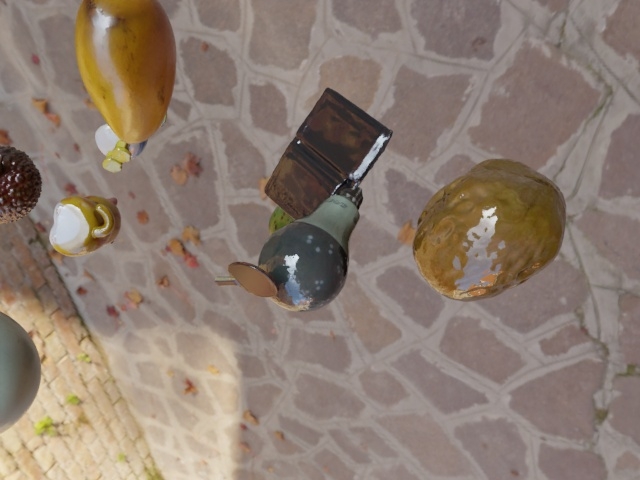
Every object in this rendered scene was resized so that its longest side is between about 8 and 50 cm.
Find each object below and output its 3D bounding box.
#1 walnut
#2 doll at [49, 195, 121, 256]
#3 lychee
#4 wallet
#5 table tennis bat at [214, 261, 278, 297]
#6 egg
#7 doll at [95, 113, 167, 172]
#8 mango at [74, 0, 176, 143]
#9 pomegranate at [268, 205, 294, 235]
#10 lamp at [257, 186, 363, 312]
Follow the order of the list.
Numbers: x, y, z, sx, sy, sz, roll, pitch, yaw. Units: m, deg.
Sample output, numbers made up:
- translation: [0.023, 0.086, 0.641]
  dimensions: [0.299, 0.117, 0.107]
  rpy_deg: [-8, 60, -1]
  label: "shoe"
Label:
- translation: [0.411, -0.020, 1.591]
  dimensions: [0.398, 0.354, 0.308]
  rpy_deg: [-38, 84, 43]
  label: "walnut"
- translation: [-0.645, -0.047, 1.780]
  dimensions: [0.162, 0.269, 0.167]
  rpy_deg: [16, 97, -12]
  label: "doll"
- translation: [-0.666, -0.118, 1.335]
  dimensions: [0.165, 0.165, 0.197]
  rpy_deg: [41, 157, -1]
  label: "lychee"
- translation: [0.009, -0.190, 1.590]
  dimensions: [0.247, 0.041, 0.323]
  rpy_deg: [42, 107, 31]
  label: "wallet"
- translation: [-0.141, 0.073, 1.183]
  dimensions: [0.158, 0.014, 0.095]
  rpy_deg: [-5, 135, 44]
  label: "table tennis bat"
- translation: [-0.489, 0.167, 0.835]
  dimensions: [0.264, 0.183, 0.183]
  rpy_deg: [7, 127, 21]
  label: "egg"
- translation: [-0.388, -0.241, 1.335]
  dimensions: [0.098, 0.241, 0.135]
  rpy_deg: [17, 132, 3]
  label: "doll"
- translation: [-0.247, -0.220, 0.827]
  dimensions: [0.112, 0.145, 0.219]
  rpy_deg: [15, 137, 6]
  label: "mango"
- translation: [-0.020, -0.031, 1.888]
  dimensions: [0.254, 0.254, 0.270]
  rpy_deg: [-12, 139, 39]
  label: "pomegranate"
- translation: [0.003, 0.000, 1.293]
  dimensions: [0.182, 0.314, 0.182]
  rpy_deg: [33, 164, 10]
  label: "lamp"
